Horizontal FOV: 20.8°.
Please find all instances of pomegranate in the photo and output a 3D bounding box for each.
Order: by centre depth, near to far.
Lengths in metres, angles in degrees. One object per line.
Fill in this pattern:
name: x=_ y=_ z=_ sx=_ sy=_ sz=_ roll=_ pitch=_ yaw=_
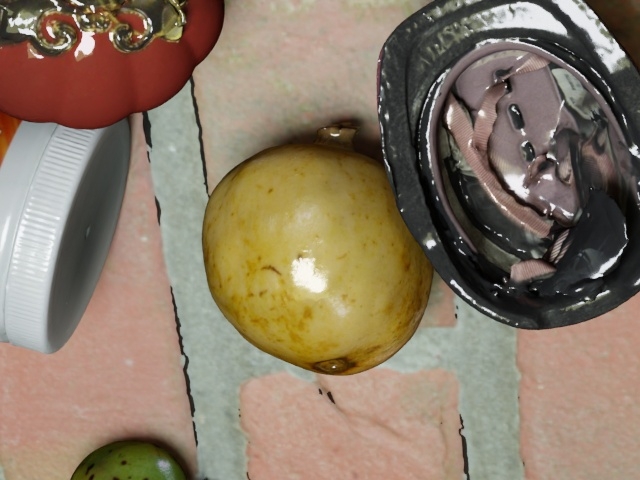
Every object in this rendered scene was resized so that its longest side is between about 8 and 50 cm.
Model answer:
pomegranate: x=0.000 y=0.000 z=1.323 sx=0.196 sy=0.196 sz=0.196 roll=5 pitch=117 yaw=10
pomegranate: x=-0.160 y=0.235 z=1.511 sx=0.130 sy=0.130 sz=0.130 roll=5 pitch=117 yaw=10

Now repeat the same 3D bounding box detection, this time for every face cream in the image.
face cream: x=-0.266 y=-0.031 z=1.351 sx=0.187 sy=0.201 sz=0.201 roll=16 pitch=119 yaw=5

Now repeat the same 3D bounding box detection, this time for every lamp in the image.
lamp: x=-0.178 y=-0.191 z=1.255 sx=0.227 sy=0.227 sz=0.227 roll=5 pitch=117 yaw=10

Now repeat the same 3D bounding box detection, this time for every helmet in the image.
helmet: x=0.152 y=-0.062 z=1.273 sx=0.198 sy=0.154 sz=0.253 roll=-21 pitch=91 yaw=10
